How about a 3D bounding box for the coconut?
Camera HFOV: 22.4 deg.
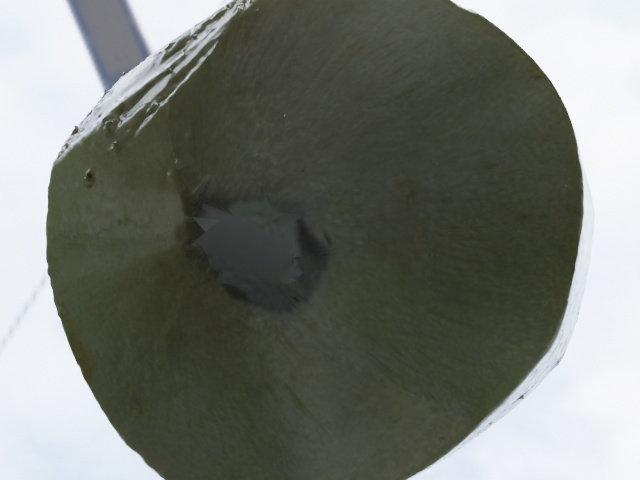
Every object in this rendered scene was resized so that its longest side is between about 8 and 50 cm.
[{"bbox_3d":[0.004,-0.001,0.668,0.241,0.241,0.241,-1,-96,6],"label":"coconut"}]
